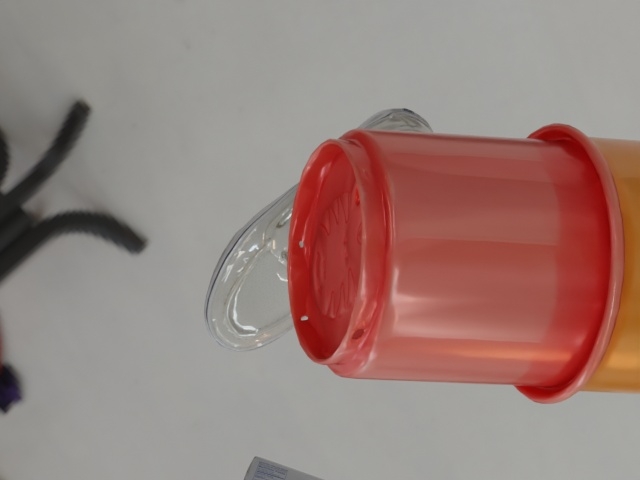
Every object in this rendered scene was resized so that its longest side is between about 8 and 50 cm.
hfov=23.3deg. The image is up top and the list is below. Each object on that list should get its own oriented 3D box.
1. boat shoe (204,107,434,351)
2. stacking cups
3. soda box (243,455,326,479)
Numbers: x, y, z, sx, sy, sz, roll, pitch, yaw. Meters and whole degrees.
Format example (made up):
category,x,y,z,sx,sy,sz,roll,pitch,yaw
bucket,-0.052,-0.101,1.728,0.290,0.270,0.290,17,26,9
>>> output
category,x,y,z,sx,sy,sz,roll,pitch,yaw
boat shoe,0.000,0.000,0.496,0.100,0.035,0.035,-43,104,9
stacking cups,0.146,0.015,0.448,0.316,0.096,0.096,2,138,-17
soda box,0.049,0.196,0.838,0.216,0.069,0.074,19,124,4
